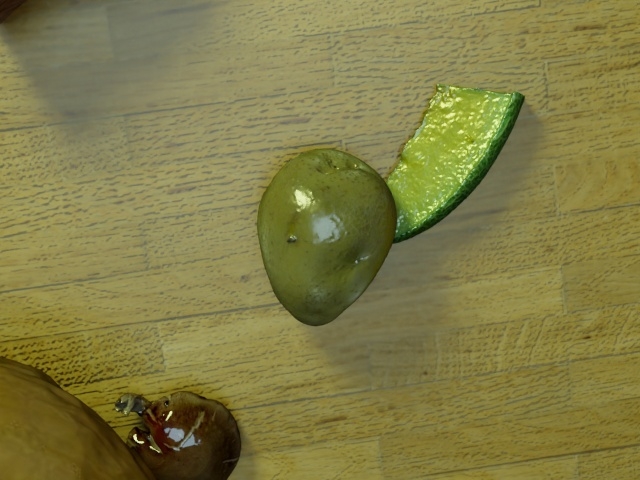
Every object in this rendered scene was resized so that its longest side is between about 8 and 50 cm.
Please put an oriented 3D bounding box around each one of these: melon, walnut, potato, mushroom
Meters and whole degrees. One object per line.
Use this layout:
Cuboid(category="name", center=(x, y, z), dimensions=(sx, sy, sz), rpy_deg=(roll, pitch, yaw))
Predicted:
Cuboid(category="melon", center=(0.132, -0.086, 1.089), dimensions=(0.114, 0.053, 0.262), rpy_deg=(38, 96, -2))
Cuboid(category="walnut", center=(-0.341, 0.325, 1.005), dimensions=(0.354, 0.308, 0.398), rpy_deg=(-31, 102, 37))
Cuboid(category="potato", center=(0.000, 0.000, 1.057), dimensions=(0.157, 0.157, 0.194), rpy_deg=(12, 113, -6))
Cuboid(category="mushroom", center=(-0.175, 0.239, 1.113), dimensions=(0.170, 0.080, 0.135), rpy_deg=(37, 86, -12))

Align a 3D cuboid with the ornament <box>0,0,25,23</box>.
Cuboid(category="ornament", center=(-0.313, -0.359, 0.936), dimensions=(0.217, 0.221, 0.235), rpy_deg=(-28, 57, -2))
